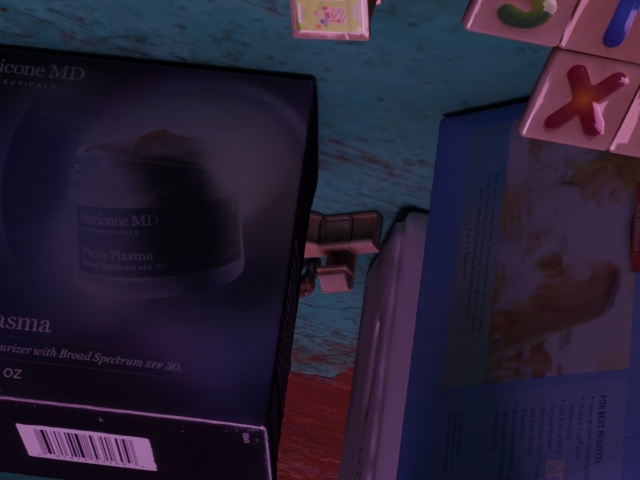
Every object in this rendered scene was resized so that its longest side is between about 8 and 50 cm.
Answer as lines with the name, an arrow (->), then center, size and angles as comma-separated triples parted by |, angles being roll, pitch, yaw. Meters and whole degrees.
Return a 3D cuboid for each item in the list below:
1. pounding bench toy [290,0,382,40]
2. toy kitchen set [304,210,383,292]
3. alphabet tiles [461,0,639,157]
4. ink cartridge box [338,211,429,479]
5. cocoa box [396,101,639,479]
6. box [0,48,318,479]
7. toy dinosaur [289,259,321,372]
pounding bench toy -> 0.010, -0.185, 1.271 | 0.052, 0.065, 0.083 | 3, 125, 11
toy kitchen set -> 0.000, 0.000, 1.668 | 0.083, 0.068, 0.075 | -5, 153, 25
alphabet tiles -> 0.242, -0.184, 1.001 | 0.285, 0.011, 0.342 | 9, 123, -22
ink cartridge box -> 0.220, 0.158, 1.704 | 0.385, 0.279, 0.160 | 12, 156, -9
cocoa box -> 0.220, 0.084, 1.450 | 0.231, 0.347, 0.228 | -10, 150, 35
box -> -0.164, 0.023, 1.490 | 0.296, 0.294, 0.183 | 6, 154, 3
toy dinosaur -> -0.127, 0.046, 1.758 | 0.200, 0.127, 0.296 | 5, 169, 24
